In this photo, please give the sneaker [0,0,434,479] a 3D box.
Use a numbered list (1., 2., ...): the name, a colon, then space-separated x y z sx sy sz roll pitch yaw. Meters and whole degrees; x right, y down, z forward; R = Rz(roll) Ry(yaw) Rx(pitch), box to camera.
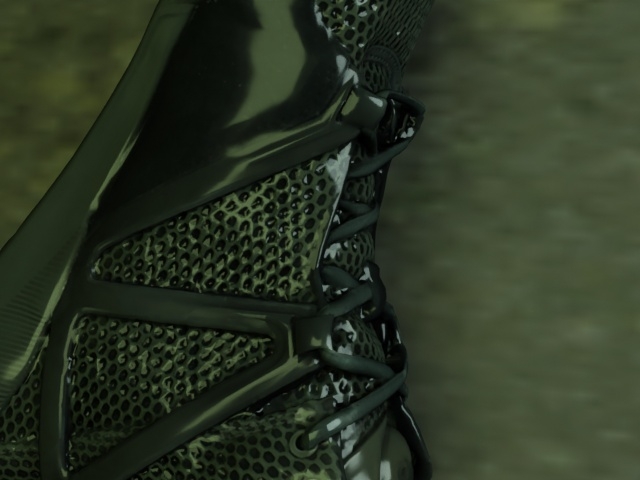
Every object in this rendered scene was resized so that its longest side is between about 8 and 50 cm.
1. sneaker: 0.000 0.000 0.346 0.130 0.087 0.227 36 97 17
